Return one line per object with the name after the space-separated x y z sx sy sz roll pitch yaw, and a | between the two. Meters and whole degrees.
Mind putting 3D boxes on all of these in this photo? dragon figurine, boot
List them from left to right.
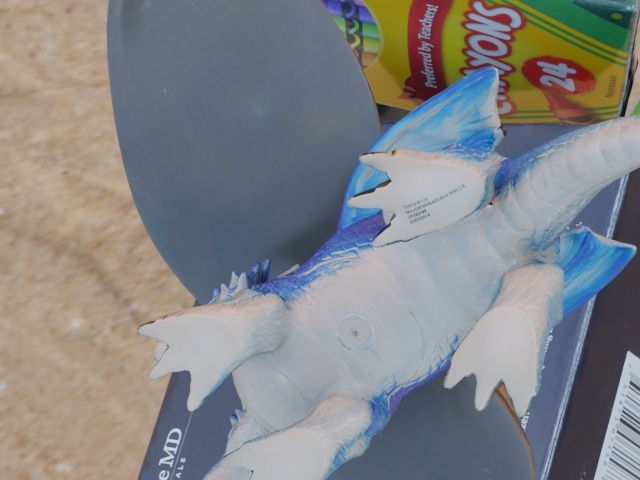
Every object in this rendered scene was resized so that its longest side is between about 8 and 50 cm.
0.000 0.000 0.876 0.112 0.115 0.305 -28 87 10 | boot
0.039 0.005 0.617 0.289 0.144 0.085 -37 92 26 | dragon figurine

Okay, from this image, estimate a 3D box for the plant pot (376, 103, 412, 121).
0.030 -0.221 1.838 0.167 0.187 0.188 27 145 -16 | plant pot

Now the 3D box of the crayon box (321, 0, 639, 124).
0.063 -0.170 1.365 0.318 0.202 0.081 13 67 10 | crayon box

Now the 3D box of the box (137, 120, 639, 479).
0.073 0.107 1.291 0.312 0.179 0.343 5 70 39 | box

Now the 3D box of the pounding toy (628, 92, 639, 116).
0.377 -0.102 1.662 0.237 0.183 0.110 -51 46 23 | pounding toy
